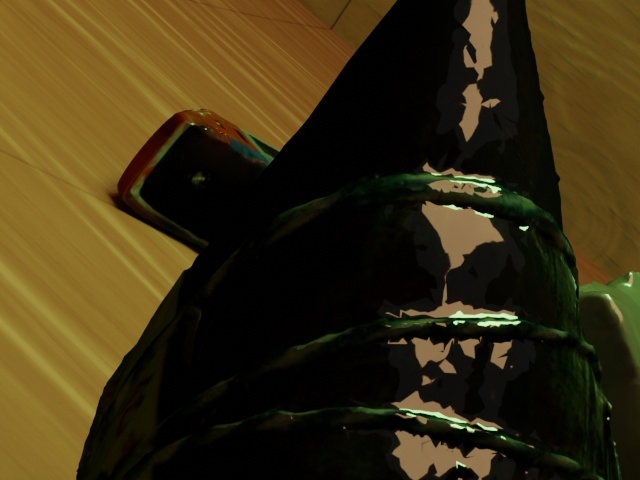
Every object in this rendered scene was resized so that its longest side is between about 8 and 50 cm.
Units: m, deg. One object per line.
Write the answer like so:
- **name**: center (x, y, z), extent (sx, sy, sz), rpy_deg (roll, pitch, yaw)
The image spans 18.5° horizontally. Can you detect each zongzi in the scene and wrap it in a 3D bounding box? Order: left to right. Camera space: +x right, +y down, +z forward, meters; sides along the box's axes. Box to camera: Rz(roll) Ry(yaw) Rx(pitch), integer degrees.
- **zongzi**: center (0.029, 0.072, 0.748), extent (0.319, 0.362, 0.383), rpy_deg (13, 26, -26)

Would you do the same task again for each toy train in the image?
- **toy train**: center (0.000, 0.000, 1.540), extent (0.409, 0.086, 0.089), rpy_deg (29, 15, -40)

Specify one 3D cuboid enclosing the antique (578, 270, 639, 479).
- **antique**: center (0.148, 0.168, 0.895), extent (0.125, 0.150, 0.284), rpy_deg (2, 58, -63)
